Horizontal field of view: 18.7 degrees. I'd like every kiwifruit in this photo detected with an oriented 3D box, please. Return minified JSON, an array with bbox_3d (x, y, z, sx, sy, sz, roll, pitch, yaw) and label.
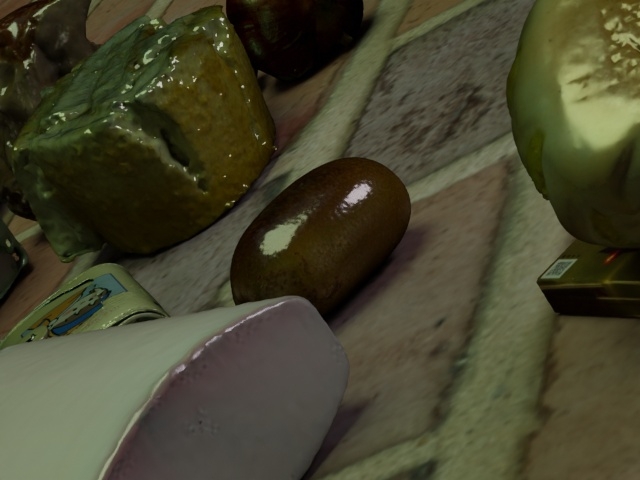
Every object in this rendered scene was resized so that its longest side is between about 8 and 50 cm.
[{"bbox_3d":[0.000,0.000,1.104,0.124,0.075,0.075,-39,18,-27],"label":"kiwifruit"}]

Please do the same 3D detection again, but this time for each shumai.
[{"bbox_3d":[-0.212,-0.129,1.648,0.166,0.175,0.206,-17,23,42],"label":"shumai"}]

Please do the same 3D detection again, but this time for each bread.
[{"bbox_3d":[0.187,-0.072,0.839,0.213,0.105,0.213,-15,49,18],"label":"bread"},{"bbox_3d":[-0.132,-0.093,1.481,0.186,0.124,0.257,-21,22,14],"label":"bread"}]

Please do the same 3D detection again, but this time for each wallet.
[{"bbox_3d":[-0.159,0.063,1.275,0.110,0.039,0.155,-36,17,-8],"label":"wallet"}]

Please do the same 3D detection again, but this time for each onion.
[{"bbox_3d":[-0.024,-0.196,1.607,0.117,0.118,0.118,-41,18,-34],"label":"onion"}]

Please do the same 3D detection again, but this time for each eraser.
[{"bbox_3d":[-0.127,0.110,1.003,0.270,0.095,0.174,-13,27,50],"label":"eraser"}]

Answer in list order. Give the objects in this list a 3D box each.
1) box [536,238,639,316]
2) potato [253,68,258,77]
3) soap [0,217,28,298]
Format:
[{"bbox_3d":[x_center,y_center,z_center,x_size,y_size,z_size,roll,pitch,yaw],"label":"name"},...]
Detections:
[{"bbox_3d":[0.172,-0.014,0.908,0.133,0.023,0.090,-43,18,-24],"label":"box"},{"bbox_3d":[-0.075,-0.141,1.652,0.045,0.046,0.092,-25,32,29],"label":"potato"},{"bbox_3d":[-0.443,0.094,1.511,0.446,0.156,0.261,-37,16,-8],"label":"soap"}]
